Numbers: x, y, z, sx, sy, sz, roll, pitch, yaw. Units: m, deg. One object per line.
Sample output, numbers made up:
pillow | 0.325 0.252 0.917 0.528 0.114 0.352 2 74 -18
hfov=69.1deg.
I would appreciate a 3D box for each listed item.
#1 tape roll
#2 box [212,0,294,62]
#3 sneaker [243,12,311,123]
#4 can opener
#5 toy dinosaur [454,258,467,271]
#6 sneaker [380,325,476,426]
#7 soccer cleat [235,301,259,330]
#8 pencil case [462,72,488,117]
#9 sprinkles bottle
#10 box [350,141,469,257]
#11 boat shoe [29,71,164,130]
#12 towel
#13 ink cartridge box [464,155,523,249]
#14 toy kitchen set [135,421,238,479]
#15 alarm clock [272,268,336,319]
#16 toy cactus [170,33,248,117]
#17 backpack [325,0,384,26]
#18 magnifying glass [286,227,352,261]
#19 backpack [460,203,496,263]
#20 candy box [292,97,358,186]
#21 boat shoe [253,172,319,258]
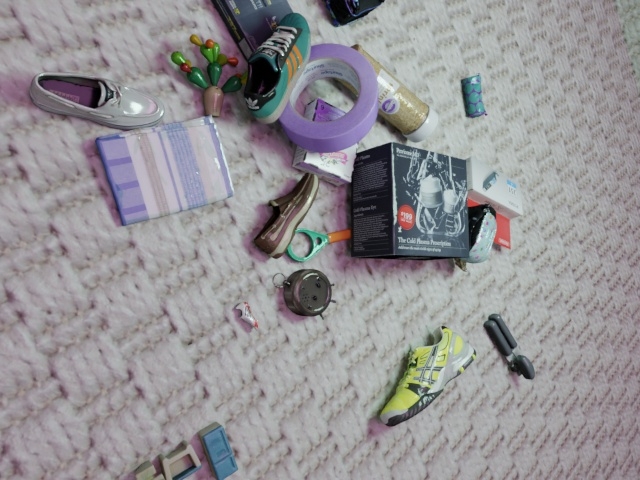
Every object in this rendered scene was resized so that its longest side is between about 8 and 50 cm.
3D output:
tape roll | 0.014 -0.374 1.224 0.275 0.090 0.274 -2 75 8
box | -0.175 -0.617 1.232 0.183 0.059 0.232 -39 107 -31
sneaker | -0.106 -0.447 1.147 0.121 0.108 0.301 49 57 -72
can opener | 0.705 0.389 1.716 0.074 0.093 0.280 -43 104 -28
toy dinosaur | 0.431 -0.019 1.586 0.118 0.064 0.267 -6 84 -37
sneaker | 0.310 0.420 1.443 0.385 0.145 0.147 -34 74 -28
soccer cleat | -0.185 0.195 1.177 0.036 0.029 0.083 -30 99 -23
pencil case | 0.570 -0.531 1.714 0.070 0.064 0.151 -8 91 -9
sprinkles bottle | 0.205 -0.445 1.433 0.356 0.121 0.121 30 70 -27
box | 0.271 -0.101 1.400 0.344 0.179 0.312 3 83 -38
boat shoe | -0.465 -0.306 0.996 0.268 0.088 0.096 7 82 -33
towel | -0.352 -0.169 1.091 0.285 0.034 0.209 -21 101 -31
ink cartridge box | 0.623 -0.133 1.691 0.297 0.066 0.260 19 65 -31
toy kitchen set | -0.269 0.519 1.008 0.207 0.166 0.122 -22 98 -33
alarm clock | -0.046 0.135 1.255 0.192 0.064 0.129 25 73 -26
toy cactus | -0.253 -0.398 1.147 0.219 0.112 0.180 0 96 -42
backpack | 0.082 -0.747 1.378 0.158 0.117 0.173 -38 107 -29
magnifying glass | 0.000 0.000 1.315 0.231 0.026 0.092 -13 93 -36
backpack | 0.494 -0.018 1.509 0.115 0.152 0.181 26 72 -23
candy box | 0.023 -0.276 1.326 0.165 0.070 0.196 19 75 -31
boat shoe | -0.091 -0.083 1.224 0.095 0.095 0.257 33 69 -21
